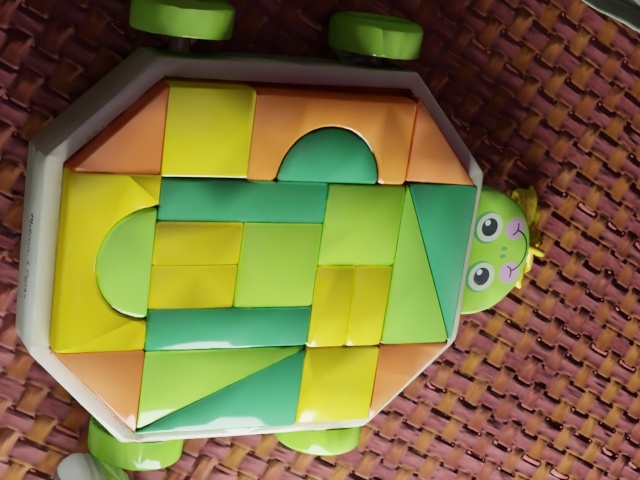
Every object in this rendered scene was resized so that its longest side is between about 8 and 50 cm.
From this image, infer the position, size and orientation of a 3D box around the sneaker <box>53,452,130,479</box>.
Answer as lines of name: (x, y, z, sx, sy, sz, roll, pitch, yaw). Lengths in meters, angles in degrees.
sneaker: (-0.116, 0.221, 0.749, 0.083, 0.084, 0.215, -26, 118, -10)

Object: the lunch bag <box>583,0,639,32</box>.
lunch bag: (0.207, -0.294, 0.676, 0.235, 0.169, 0.287, -27, 121, -15)

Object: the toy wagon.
toy wagon: (0.000, 0.000, 0.734, 0.344, 0.068, 0.267, 1, 107, -25)
